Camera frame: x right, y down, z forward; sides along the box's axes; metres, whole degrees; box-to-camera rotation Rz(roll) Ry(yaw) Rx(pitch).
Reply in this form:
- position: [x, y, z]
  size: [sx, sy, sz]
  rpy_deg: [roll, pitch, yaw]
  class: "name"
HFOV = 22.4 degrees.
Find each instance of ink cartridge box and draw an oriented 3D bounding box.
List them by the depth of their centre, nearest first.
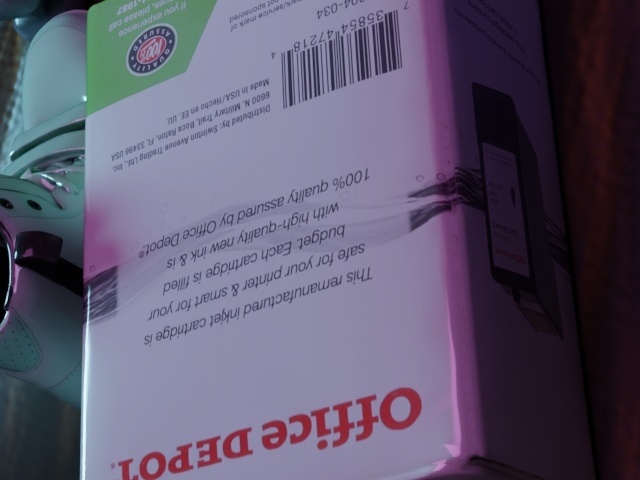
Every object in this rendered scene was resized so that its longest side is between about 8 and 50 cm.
- position: [0.000, 0.000, 0.730]
  size: [0.198, 0.114, 0.273]
  rpy_deg: [-18, 63, 30]
  class: "ink cartridge box"

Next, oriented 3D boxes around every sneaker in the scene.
- position: [-0.142, -0.038, 0.825]
  size: [0.094, 0.151, 0.256]
  rpy_deg: [-31, 56, 25]
  class: "sneaker"

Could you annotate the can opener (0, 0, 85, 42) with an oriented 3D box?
- position: [-0.144, -0.256, 0.961]
  size: [0.093, 0.074, 0.280]
  rpy_deg: [1, 73, 36]
  class: "can opener"
